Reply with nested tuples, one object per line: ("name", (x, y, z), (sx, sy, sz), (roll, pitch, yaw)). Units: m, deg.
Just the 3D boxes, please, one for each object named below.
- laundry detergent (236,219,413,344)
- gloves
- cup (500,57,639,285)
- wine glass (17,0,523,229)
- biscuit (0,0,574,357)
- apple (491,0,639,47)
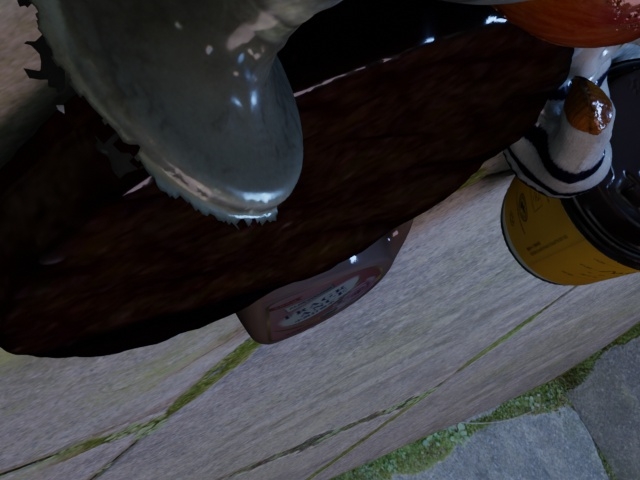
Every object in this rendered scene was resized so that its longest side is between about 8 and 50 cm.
("laundry detergent", (0.000, 0.000, 1.390), (0.171, 0.076, 0.237), (-29, 165, -10))
("gloves", (0.186, -0.126, 1.206), (0.140, 0.131, 0.218), (-40, 154, -22))
("cup", (0.275, -0.047, 1.592), (0.196, 0.196, 0.279), (-26, 174, -17))
("wine glass", (0.058, -0.162, 0.665), (0.357, 0.190, 0.190), (-30, 168, 23))
("biscuit", (-0.034, -0.055, 1.070), (0.407, 0.091, 0.407), (-26, 167, -7))
("apple", (0.133, -0.172, 0.878), (0.146, 0.146, 0.146), (-28, 167, -7))
